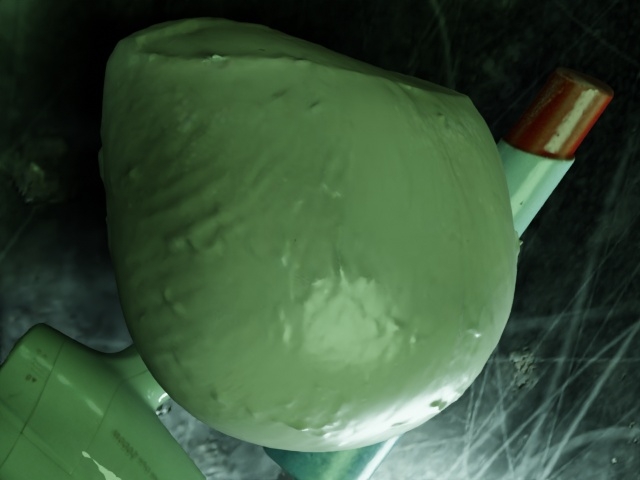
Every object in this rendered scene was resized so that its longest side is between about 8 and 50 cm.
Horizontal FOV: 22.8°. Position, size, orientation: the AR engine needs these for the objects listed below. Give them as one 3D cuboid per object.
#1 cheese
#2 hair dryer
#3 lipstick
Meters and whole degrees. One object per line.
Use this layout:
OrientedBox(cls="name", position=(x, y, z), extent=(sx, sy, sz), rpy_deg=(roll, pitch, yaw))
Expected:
OrientedBox(cls="cheese", position=(0.000, 0.000, 0.706), extent=(0.198, 0.154, 0.189), rpy_deg=(12, 72, -40))
OrientedBox(cls="hair dryer", position=(-0.033, 0.078, 0.776), extent=(0.206, 0.075, 0.237), rpy_deg=(43, 55, -5))
OrientedBox(cls="lipstick", position=(0.070, 0.018, 0.868), extent=(0.068, 0.061, 0.274), rpy_deg=(35, 90, -43))
